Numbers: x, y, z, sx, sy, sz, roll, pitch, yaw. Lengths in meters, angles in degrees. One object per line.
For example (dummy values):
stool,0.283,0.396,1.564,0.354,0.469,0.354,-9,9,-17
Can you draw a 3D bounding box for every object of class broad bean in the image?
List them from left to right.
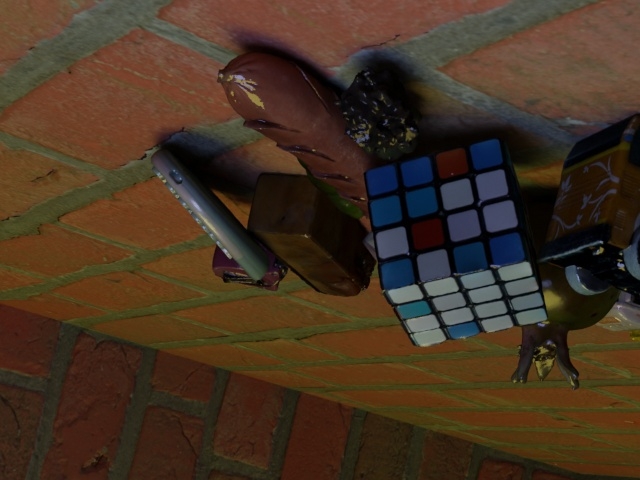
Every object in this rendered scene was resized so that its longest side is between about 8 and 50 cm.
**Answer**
broad bean,0.013,-0.081,1.458,0.065,0.046,0.254,23,169,23

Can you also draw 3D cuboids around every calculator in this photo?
calculator,-0.141,-0.031,1.610,0.184,0.042,0.295,48,178,23

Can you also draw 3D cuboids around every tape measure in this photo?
tape measure,-0.111,0.037,1.944,0.125,0.074,0.118,10,164,0

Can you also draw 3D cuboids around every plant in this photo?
plant,0.064,-0.120,1.208,0.087,0.085,0.174,14,174,13

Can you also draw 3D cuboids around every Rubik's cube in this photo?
Rubik's cube,0.145,0.005,1.276,0.154,0.151,0.155,-14,148,13

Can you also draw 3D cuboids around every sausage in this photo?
sausage,0.028,-0.093,1.315,0.088,0.088,0.433,2,160,35

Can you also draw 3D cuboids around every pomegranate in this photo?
pomegranate,0.275,0.064,1.451,0.181,0.224,0.181,3,165,1

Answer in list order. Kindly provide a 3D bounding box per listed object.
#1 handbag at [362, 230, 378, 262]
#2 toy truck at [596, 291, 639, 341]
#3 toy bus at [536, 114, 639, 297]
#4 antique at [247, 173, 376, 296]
handbag,0.141,0.033,1.695,0.117,0.095,0.173,42,180,29
toy truck,0.456,0.090,1.606,0.227,0.114,0.098,19,164,-25
toy bus,0.380,-0.004,1.226,0.275,0.167,0.138,21,163,-14
antique,0.000,0.000,1.699,0.093,0.087,0.310,5,163,21
